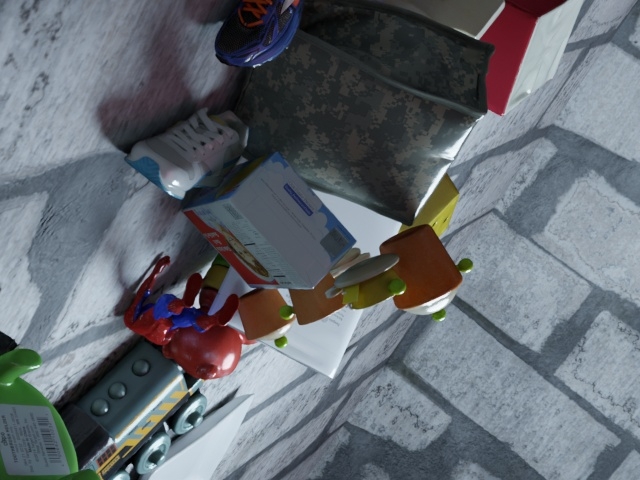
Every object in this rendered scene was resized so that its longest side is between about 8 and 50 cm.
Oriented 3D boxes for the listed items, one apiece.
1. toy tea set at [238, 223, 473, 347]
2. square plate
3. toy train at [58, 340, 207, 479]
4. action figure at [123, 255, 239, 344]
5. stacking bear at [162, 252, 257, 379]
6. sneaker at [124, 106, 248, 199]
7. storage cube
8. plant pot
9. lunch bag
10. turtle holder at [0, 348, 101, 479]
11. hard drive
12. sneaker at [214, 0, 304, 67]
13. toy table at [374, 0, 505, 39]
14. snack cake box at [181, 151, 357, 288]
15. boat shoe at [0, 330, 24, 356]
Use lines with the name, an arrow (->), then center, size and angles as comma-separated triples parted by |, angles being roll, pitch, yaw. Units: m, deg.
toy tea set -> 0.040, 0.086, 1.488 | 0.200, 0.124, 0.336 | -30, -171, -40
square plate -> -0.311, 0.504, 2.410 | 0.347, 0.049, 0.344 | -32, 157, -49
toy train -> -0.306, 0.280, 1.742 | 0.334, 0.142, 0.190 | -44, 154, -25
action figure -> -0.194, 0.072, 1.573 | 0.280, 0.091, 0.139 | -24, -142, 56
stacking bear -> -0.118, 0.093, 1.725 | 0.289, 0.175, 0.164 | -50, 151, -23
sneaker -> -0.157, -0.111, 1.330 | 0.092, 0.087, 0.229 | -53, 174, 17
storage cube -> 0.279, -0.344, 1.780 | 0.184, 0.193, 0.215 | -36, 150, -43
plant pot -> 0.136, -0.067, 2.081 | 0.212, 0.187, 0.212 | -45, 164, -23
lunch bag -> 0.039, -0.180, 1.420 | 0.235, 0.287, 0.169 | 119, -12, -47
turtle holder -> -0.416, 0.262, 1.168 | 0.227, 0.243, 0.320 | -39, 180, 25
hard drive -> 0.000, 0.000, 1.672 | 0.233, 0.047, 0.353 | 32, 78, -34
sneaker -> -0.050, -0.291, 1.251 | 0.221, 0.083, 0.087 | -55, 152, -6
toy table -> 0.121, -0.283, 1.579 | 0.252, 0.161, 0.274 | -54, 166, 15
snack cake box -> -0.074, -0.019, 1.448 | 0.089, 0.152, 0.264 | -46, -167, -15
boat shoe -> -0.411, 0.165, 1.329 | 0.133, 0.042, 0.049 | -51, -175, 0
